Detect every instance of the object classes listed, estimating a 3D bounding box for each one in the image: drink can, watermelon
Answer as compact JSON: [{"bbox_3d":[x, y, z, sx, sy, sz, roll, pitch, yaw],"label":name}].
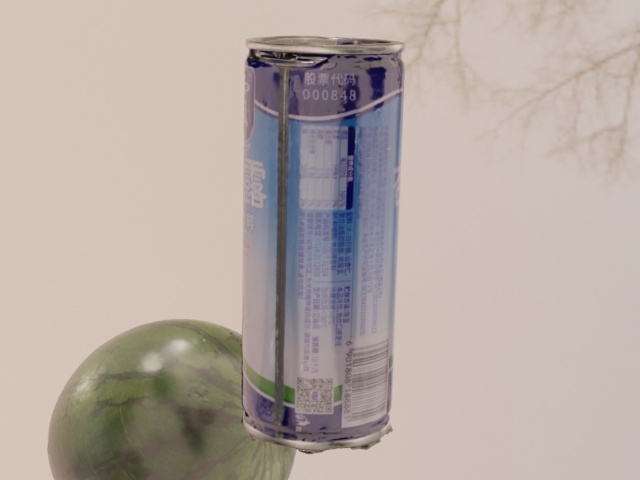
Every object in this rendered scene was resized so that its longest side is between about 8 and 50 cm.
[{"bbox_3d":[0.000,0.000,0.707,0.097,0.097,0.235,-13,-72,-45],"label":"drink can"},{"bbox_3d":[-0.142,0.194,1.172,0.242,0.242,0.243,-3,-86,-46],"label":"watermelon"}]
